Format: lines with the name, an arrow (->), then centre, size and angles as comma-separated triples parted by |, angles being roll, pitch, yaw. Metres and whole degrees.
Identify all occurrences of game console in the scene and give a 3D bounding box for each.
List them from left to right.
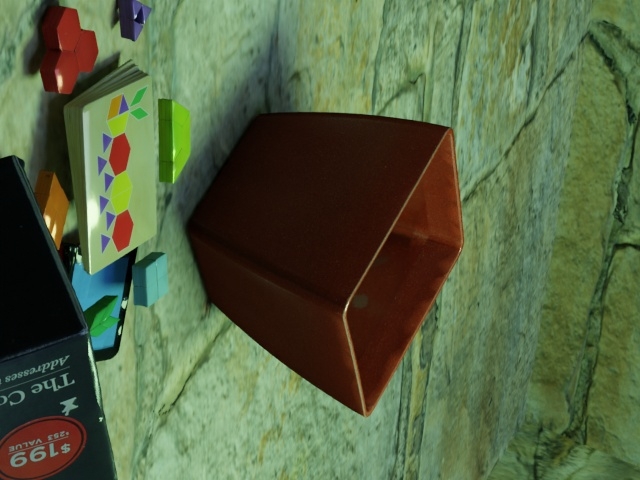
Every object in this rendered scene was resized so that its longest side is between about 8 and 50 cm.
game console -> -0.231, 0.079, 1.935 | 0.124, 0.085, 0.144 | -107, -154, -64

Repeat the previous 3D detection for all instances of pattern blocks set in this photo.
pattern blocks set -> -0.202, -0.073, 1.873 | 0.285, 0.026, 0.325 | -22, 118, -64

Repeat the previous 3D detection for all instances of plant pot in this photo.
plant pot -> 0.000, 0.000, 2.257 | 0.267, 0.235, 0.267 | -59, 158, -25

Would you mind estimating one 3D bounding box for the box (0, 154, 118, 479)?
box -> -0.328, 0.149, 1.367 | 0.343, 0.179, 0.312 | -19, 142, -13
